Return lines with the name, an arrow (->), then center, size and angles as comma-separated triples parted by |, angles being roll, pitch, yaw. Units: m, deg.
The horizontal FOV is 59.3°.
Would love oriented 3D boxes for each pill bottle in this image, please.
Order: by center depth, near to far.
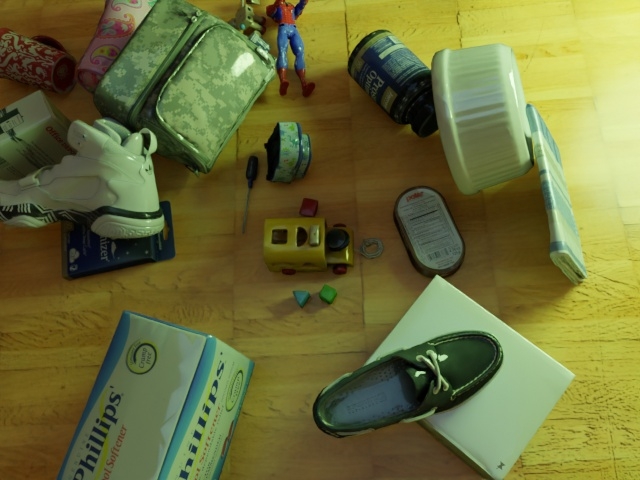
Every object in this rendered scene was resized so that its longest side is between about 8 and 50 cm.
pill bottle -> 0.165, -0.317, 1.146 | 0.123, 0.123, 0.219 | -36, 70, -7

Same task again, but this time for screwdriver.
screwdriver -> -0.145, -0.094, 1.158 | 0.025, 0.024, 0.170 | 7, 76, -22

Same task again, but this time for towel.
towel -> 0.415, -0.076, 0.999 | 0.034, 0.209, 0.285 | -15, 67, 29

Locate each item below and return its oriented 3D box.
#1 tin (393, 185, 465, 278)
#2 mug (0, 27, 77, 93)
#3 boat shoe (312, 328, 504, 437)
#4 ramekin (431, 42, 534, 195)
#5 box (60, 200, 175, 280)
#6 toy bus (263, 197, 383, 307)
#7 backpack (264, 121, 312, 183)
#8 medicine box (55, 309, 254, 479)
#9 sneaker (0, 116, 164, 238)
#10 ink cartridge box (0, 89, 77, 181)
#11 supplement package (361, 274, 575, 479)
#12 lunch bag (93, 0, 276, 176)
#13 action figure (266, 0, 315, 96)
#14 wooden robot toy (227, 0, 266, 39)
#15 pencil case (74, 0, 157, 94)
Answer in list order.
tin -> 0.209, -0.019, 1.081 | 0.106, 0.040, 0.189 | -19, 69, -5
mug -> -0.645, -0.418, 1.280 | 0.169, 0.113, 0.150 | 20, 75, 9
boat shoe -> 0.133, 0.211, 0.821 | 0.302, 0.091, 0.114 | -27, 71, -2
ramekin -> 0.298, -0.222, 1.006 | 0.127, 0.273, 0.272 | -10, 68, 25
box -> -0.414, -0.008, 1.145 | 0.225, 0.036, 0.136 | -12, 69, 1
toy bus -> -0.012, 0.005, 1.059 | 0.191, 0.104, 0.202 | 42, 80, 18
backpack -> -0.063, -0.180, 1.126 | 0.084, 0.114, 0.105 | 0, 67, -15
medicine box -> -0.238, 0.280, 0.884 | 0.149, 0.289, 0.263 | 13, 72, 11
sneaker -> -0.472, -0.130, 1.062 | 0.366, 0.137, 0.210 | 8, 106, 5
ink cartridge box -> -0.623, -0.198, 1.174 | 0.208, 0.153, 0.087 | -29, 69, -6
supplement package -> 0.232, 0.226, 0.931 | 0.262, 0.145, 0.204 | 38, 78, 17
lunch bag -> -0.265, -0.311, 1.156 | 0.256, 0.212, 0.305 | 30, 76, -1
action figure -> -0.059, -0.468, 1.218 | 0.091, 0.139, 0.280 | -1, 65, -21
wooden robot toy -> -0.176, -0.487, 1.289 | 0.079, 0.076, 0.173 | -17, 65, 38
pencil case -> -0.452, -0.462, 1.271 | 0.124, 0.124, 0.284 | 10, 71, 10
